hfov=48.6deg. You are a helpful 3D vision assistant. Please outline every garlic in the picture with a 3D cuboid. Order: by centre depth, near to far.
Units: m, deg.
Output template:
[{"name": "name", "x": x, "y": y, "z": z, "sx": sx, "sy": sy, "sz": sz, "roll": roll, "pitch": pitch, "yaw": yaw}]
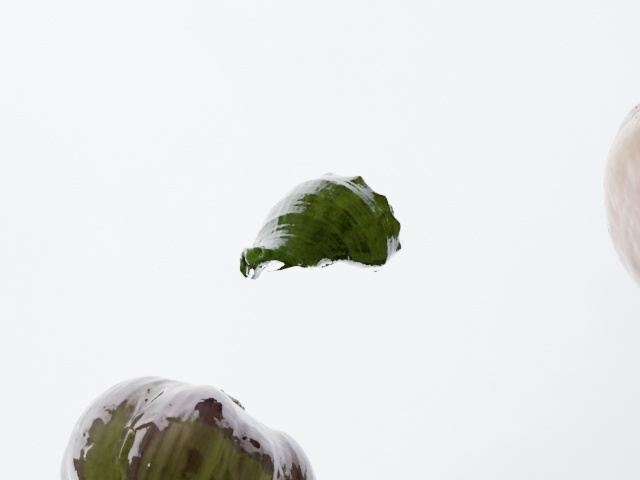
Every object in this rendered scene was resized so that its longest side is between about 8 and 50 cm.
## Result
[{"name": "garlic", "x": -0.077, "y": 0.139, "z": 0.434, "sx": 0.159, "sy": 0.147, "sz": 0.102, "roll": 20, "pitch": -118, "yaw": 7}]

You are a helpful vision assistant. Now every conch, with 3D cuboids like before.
[{"name": "conch", "x": 0.000, "y": 0.000, "z": 0.455, "sx": 0.121, "sy": 0.089, "sz": 0.074, "roll": -24, "pitch": -109, "yaw": -30}]

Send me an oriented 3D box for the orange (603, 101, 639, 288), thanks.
[{"name": "orange", "x": 0.321, "y": -0.040, "z": 0.496, "sx": 0.248, "sy": 0.183, "sz": 0.249, "roll": 0, "pitch": -60, "yaw": 0}]
